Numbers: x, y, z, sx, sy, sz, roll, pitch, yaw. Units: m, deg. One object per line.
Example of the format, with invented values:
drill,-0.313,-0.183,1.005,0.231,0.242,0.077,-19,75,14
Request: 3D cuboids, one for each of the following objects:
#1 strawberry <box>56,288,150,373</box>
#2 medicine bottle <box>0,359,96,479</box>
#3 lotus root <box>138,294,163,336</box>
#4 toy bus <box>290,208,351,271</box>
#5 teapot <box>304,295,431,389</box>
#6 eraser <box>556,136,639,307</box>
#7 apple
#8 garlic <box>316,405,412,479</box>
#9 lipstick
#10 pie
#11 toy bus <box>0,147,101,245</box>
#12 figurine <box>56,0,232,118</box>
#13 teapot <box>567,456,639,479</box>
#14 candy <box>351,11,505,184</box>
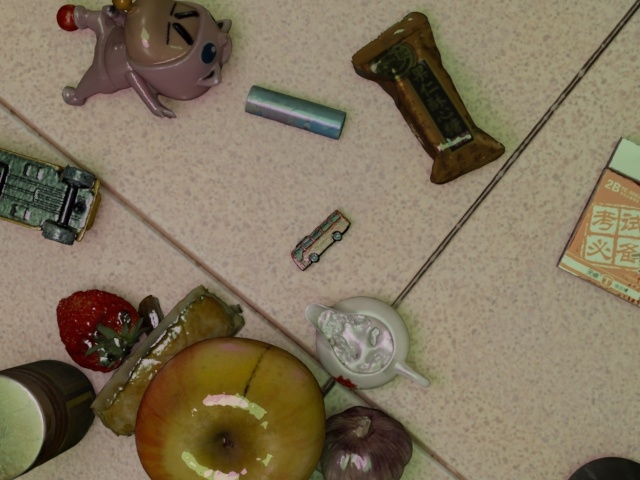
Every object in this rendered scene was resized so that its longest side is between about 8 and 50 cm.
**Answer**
strawberry,-0.354,0.140,1.910,0.131,0.148,0.131,-7,104,-31
medicine bottle,-0.439,0.261,1.798,0.151,0.322,0.151,0,88,3
lotus root,-0.270,0.130,1.938,0.037,0.030,0.083,-20,87,4
toy bus,0.000,0.000,1.925,0.110,0.031,0.043,-43,84,0
teapot,0.075,0.164,1.887,0.226,0.092,0.145,29,93,2
eraser,0.491,-0.026,1.893,0.157,0.038,0.230,26,91,4
apple,-0.129,0.272,1.791,0.286,0.233,0.286,1,96,7
garlic,0.064,0.319,1.859,0.159,0.102,0.147,-7,45,-12
lipstick,-0.040,-0.204,1.923,0.158,0.048,0.048,17,90,4
pie,-0.237,0.192,1.898,0.282,0.068,0.128,-48,126,-6
toy bus,-0.512,-0.092,1.911,0.335,0.123,0.121,17,88,3
figurine,-0.285,-0.297,1.884,0.287,0.186,0.176,3,63,20
teapot,0.446,0.435,1.791,0.171,0.225,0.203,11,89,4
candy,0.163,-0.219,1.889,0.143,0.101,0.271,-29,82,-4
